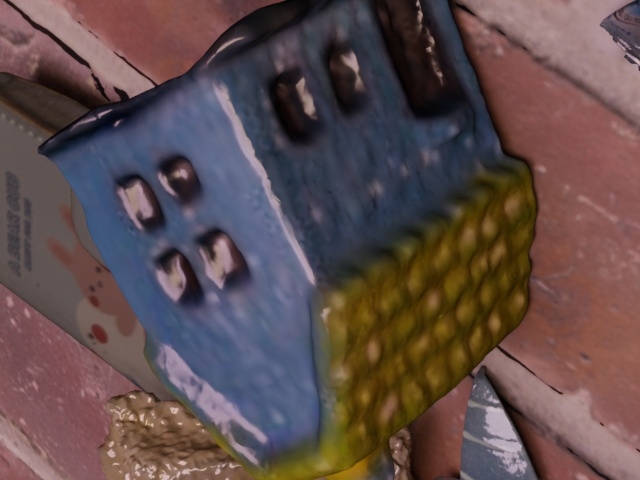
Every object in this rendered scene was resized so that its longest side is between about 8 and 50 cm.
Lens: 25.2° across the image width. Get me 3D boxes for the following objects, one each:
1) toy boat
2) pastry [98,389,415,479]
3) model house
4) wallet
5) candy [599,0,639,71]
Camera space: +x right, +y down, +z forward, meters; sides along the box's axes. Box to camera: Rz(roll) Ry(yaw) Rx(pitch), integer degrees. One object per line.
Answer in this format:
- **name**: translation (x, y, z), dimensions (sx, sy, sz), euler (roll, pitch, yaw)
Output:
- **toy boat**: translation (0.128, 0.158, 1.051), dimensions (0.096, 0.034, 0.122), euler (18, 122, 27)
- **pastry**: translation (-0.048, 0.176, 1.104), dimensions (0.258, 0.089, 0.121), euler (1, 117, 2)
- **model house**: translation (0.000, 0.000, 0.932), dimensions (0.215, 0.237, 0.303), euler (-15, 102, 44)
- **wallet**: translation (-0.160, 0.015, 1.196), dimensions (0.360, 0.083, 0.252), euler (32, 135, 23)
- **candy**: translation (0.221, -0.134, 0.812), dimensions (0.088, 0.038, 0.136), euler (36, 140, 3)
